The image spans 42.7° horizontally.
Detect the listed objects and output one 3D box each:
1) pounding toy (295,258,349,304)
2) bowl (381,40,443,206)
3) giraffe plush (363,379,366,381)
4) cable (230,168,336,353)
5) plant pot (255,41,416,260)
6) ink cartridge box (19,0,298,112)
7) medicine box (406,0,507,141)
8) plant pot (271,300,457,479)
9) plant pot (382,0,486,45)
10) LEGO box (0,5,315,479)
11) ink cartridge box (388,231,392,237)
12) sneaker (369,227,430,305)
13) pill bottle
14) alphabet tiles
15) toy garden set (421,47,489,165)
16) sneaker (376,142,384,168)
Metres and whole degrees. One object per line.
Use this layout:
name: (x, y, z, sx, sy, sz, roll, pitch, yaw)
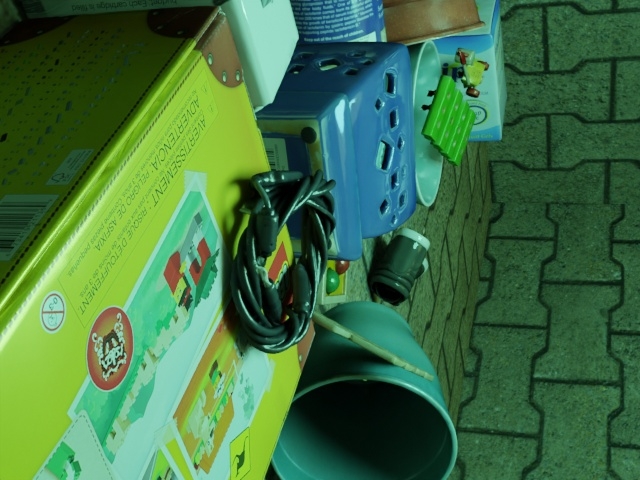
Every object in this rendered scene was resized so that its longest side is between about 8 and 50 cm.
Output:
pounding toy: (0.003, -0.005, 1.299, 0.181, 0.094, 0.206, 7, 85, -71)
bowl: (0.132, -0.220, 1.556, 0.311, 0.163, 0.312, 2, 90, -71)
giraffe plush: (0.098, 0.297, 1.489, 0.181, 0.170, 0.210, 63, 34, -55)
cable: (-0.021, 0.015, 0.695, 0.184, 0.047, 0.151, -12, 102, -72)
plant pot: (-0.025, -0.105, 1.007, 0.212, 0.235, 0.236, -47, 136, -55)
ink cartridge box: (-0.148, -0.243, 0.661, 0.273, 0.196, 0.114, 74, 25, -42)
medicine box: (0.250, -0.358, 1.736, 0.289, 0.263, 0.149, 69, 28, -49)
plant pot: (0.066, 0.237, 1.280, 0.255, 0.271, 0.272, -84, 167, -60)
plant pot: (0.132, -0.478, 1.421, 0.272, 0.272, 0.265, -43, 125, -65)
LEGO box: (-0.186, 0.118, 0.586, 0.500, 0.193, 0.373, -69, 154, -45)
ink cartridge box: (0.144, -0.051, 1.816, 0.048, 0.028, 0.083, 42, 52, -66)
sneaker: (0.167, 0.076, 1.818, 0.147, 0.104, 0.296, -60, 171, -11)
pill bottle: (0.009, -0.385, 1.190, 0.153, 0.153, 0.265, -63, 149, -52)
alphabet tiles: (-0.004, 0.095, 1.016, 0.011, 0.285, 0.342, -62, 158, -4)
toy garden set: (0.243, -0.264, 1.513, 0.244, 0.049, 0.204, 21, 88, -68)
sneaker: (0.063, -0.150, 1.317, 0.150, 0.135, 0.366, -43, 161, 6)
